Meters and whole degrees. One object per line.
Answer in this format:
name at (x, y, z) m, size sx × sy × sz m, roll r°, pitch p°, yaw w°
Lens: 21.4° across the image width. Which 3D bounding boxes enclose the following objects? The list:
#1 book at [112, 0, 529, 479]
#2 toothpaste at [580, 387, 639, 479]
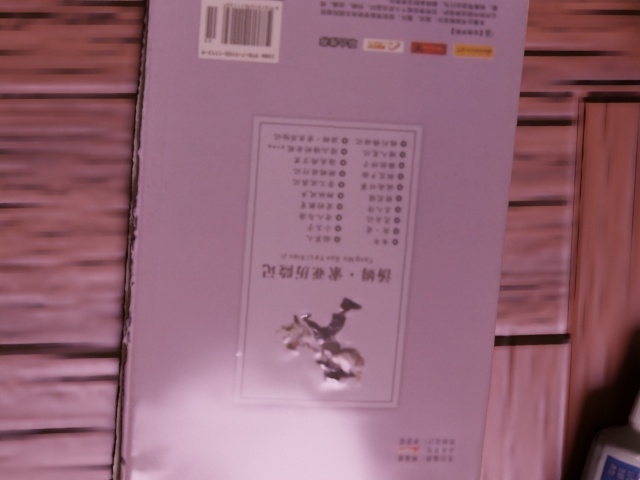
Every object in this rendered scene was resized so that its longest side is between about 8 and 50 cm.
book at (0.000, 0.000, 0.554) m, size 0.127 × 0.014 × 0.182 m, roll 2°, pitch 101°, yaw -11°
toothpaste at (0.095, 0.138, 0.591) m, size 0.057 × 0.035 × 0.197 m, roll 13°, pitch 102°, yaw -4°
